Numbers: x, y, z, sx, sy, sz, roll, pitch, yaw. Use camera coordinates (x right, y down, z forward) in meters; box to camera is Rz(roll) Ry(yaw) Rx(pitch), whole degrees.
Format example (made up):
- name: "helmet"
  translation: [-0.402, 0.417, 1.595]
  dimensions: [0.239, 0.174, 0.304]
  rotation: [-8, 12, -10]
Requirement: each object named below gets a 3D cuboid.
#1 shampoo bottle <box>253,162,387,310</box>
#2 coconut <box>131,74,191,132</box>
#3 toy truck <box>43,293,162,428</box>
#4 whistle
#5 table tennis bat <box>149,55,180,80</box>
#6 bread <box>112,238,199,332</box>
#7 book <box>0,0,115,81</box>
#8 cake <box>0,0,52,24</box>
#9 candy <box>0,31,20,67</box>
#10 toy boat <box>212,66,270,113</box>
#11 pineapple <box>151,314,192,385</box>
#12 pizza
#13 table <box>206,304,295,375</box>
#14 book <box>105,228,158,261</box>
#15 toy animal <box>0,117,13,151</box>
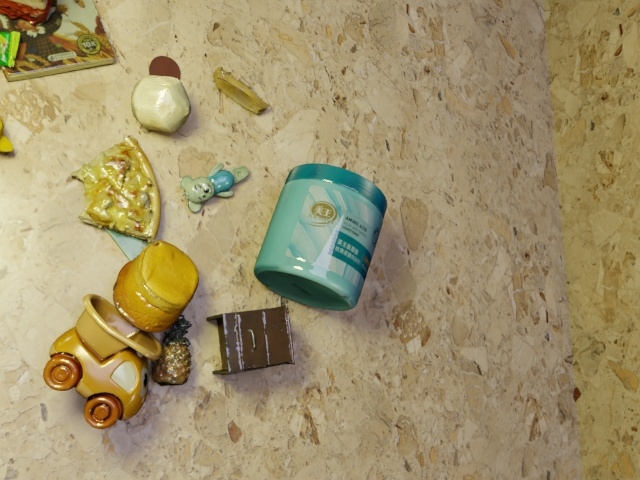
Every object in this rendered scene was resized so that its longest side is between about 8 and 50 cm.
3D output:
- name: "shampoo bottle"
  translation: [0.000, 0.000, 1.579]
  dimensions: [0.331, 0.331, 0.343]
  rotation: [27, 68, -20]
- name: "coconut"
  translation: [-0.454, -0.396, 1.514]
  dimensions: [0.162, 0.161, 0.161]
  rotation: [6, 72, 7]
- name: "toy truck"
  translation: [-0.524, 0.294, 1.272]
  dimensions: [0.288, 0.204, 0.212]
  rotation: [45, 84, -8]
- name: "whistle"
  translation: [-0.316, -0.175, 1.598]
  dimensions: [0.235, 0.077, 0.114]
  rotation: [-29, 112, -34]
- name: "table tennis bat"
  translation: [-0.486, -0.501, 1.618]
  dimensions: [0.095, 0.014, 0.158]
  rotation: [12, 70, -27]
- name: "bread"
  translation: [-0.431, 0.121, 1.377]
  dimensions: [0.195, 0.142, 0.270]
  rotation: [40, 21, -21]
- name: "book"
  translation: [-0.805, -0.675, 1.471]
  dimensions: [0.299, 0.039, 0.428]
  rotation: [-24, 90, -29]
- name: "cake"
  translation: [-0.800, -0.760, 1.287]
  dimensions: [0.269, 0.319, 0.270]
  rotation: [9, 75, -22]
- name: "candy"
  translation: [-0.886, -0.509, 1.362]
  dimensions: [0.178, 0.032, 0.102]
  rotation: [4, 83, -11]
- name: "toy boat"
  translation: [-0.259, -0.491, 1.714]
  dimensions: [0.206, 0.064, 0.072]
  rotation: [34, 46, -19]
- name: "pineapple"
  translation: [-0.396, 0.296, 1.427]
  dimensions: [0.108, 0.108, 0.198]
  rotation: [16, 65, -24]
- name: "pizza"
  translation: [-0.560, -0.144, 1.443]
  dimensions: [0.223, 0.089, 0.324]
  rotation: [-9, 77, -30]
- name: "table"
  translation: [-0.201, 0.284, 1.490]
  dimensions: [0.193, 0.172, 0.169]
  rotation: [-2, 79, -29]
- name: "book"
  translation: [-0.525, -0.011, 1.476]
  dimensions: [0.103, 0.017, 0.135]
  rotation: [-39, 97, -29]
- name: "toy animal"
  translation: [-0.892, -0.244, 1.272]
  dimensions: [0.229, 0.156, 0.156]
  rotation: [-41, 98, -39]
